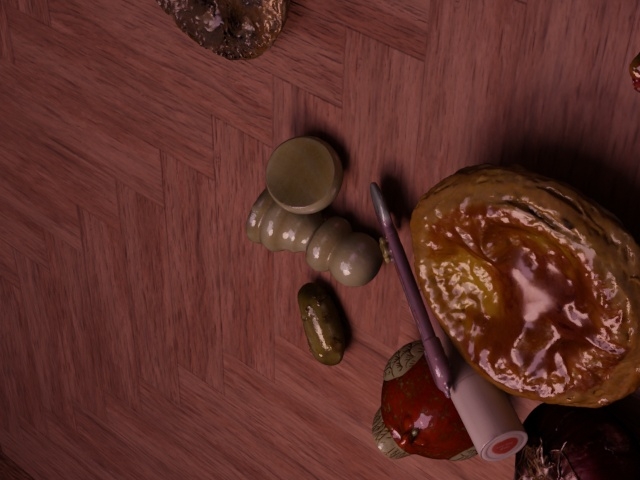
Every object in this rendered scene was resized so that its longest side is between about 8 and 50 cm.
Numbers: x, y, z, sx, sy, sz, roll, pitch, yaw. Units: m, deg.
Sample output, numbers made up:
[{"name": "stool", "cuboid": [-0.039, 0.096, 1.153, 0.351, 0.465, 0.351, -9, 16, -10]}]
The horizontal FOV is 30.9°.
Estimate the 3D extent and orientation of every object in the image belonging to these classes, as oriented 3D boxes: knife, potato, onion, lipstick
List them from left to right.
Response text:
[{"name": "potato", "cuboid": [0.006, 0.172, 2.345, 0.105, 0.085, 0.188, 24, 136, 66]}, {"name": "knife", "cuboid": [0.148, 0.080, 1.980, 0.132, 0.038, 0.399, 70, 180, -63]}, {"name": "lipstick", "cuboid": [0.247, 0.220, 1.978, 0.087, 0.087, 0.327, 100, 155, -45]}, {"name": "onion", "cuboid": [0.448, 0.411, 1.919, 0.314, 0.232, 0.314, 174, 90, -75]}]

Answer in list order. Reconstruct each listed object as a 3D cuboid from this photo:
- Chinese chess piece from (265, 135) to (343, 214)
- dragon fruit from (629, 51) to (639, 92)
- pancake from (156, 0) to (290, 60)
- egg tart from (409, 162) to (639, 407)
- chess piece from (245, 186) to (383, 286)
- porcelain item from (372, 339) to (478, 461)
[{"name": "Chinese chess piece", "cuboid": [-0.029, -0.119, 2.104, 0.144, 0.144, 0.058, 41, -176, 17]}, {"name": "dragon fruit", "cuboid": [0.467, -0.195, 1.491, 0.150, 0.208, 0.133, 20, 171, -28]}, {"name": "pancake", "cuboid": [-0.186, -0.492, 2.016, 0.387, 0.082, 0.387, 33, 139, 33]}, {"name": "egg tart", "cuboid": [0.345, 0.056, 1.791, 0.443, 0.178, 0.443, 27, 137, 29]}, {"name": "chess piece", "cuboid": [0.000, 0.000, 2.170, 0.251, 0.144, 0.144, 32, 139, 21]}, {"name": "porcelain item", "cuboid": [0.201, 0.310, 2.114, 0.253, 0.253, 0.253, 29, 137, 31]}]
